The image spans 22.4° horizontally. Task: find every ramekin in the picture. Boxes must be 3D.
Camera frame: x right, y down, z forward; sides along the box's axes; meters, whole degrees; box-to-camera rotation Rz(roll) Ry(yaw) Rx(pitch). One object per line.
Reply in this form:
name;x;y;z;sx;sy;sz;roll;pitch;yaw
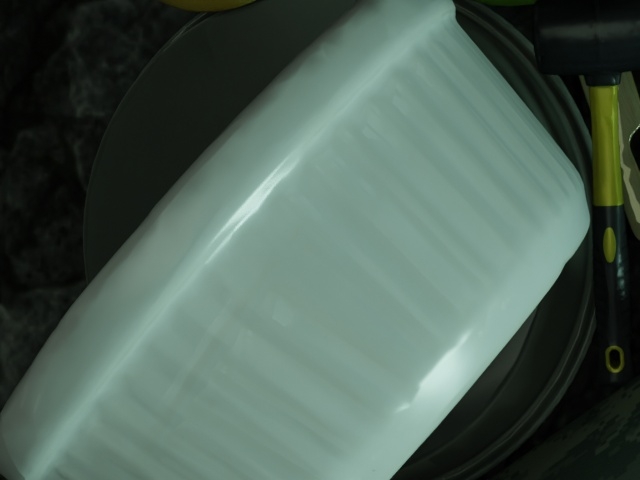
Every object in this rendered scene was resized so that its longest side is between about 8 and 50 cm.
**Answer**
ramekin;-0.002;0.028;0.683;0.127;0.273;0.273;41;104;2

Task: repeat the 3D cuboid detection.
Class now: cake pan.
cake pan;0.000;0.000;0.841;0.293;0.054;0.293;1;91;20

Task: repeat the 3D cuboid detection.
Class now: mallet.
mallet;0.126;-0.025;0.765;0.062;0.039;0.190;5;101;11

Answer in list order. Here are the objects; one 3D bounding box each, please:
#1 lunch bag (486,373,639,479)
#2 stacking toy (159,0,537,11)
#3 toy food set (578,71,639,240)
lunch bag;0.154;0.228;0.713;0.305;0.212;0.256;-39;96;11
stacking toy;0.025;-0.260;0.758;0.279;0.130;0.309;13;85;20
toy food set;0.225;-0.080;0.774;0.192;0.038;0.132;-16;93;14
